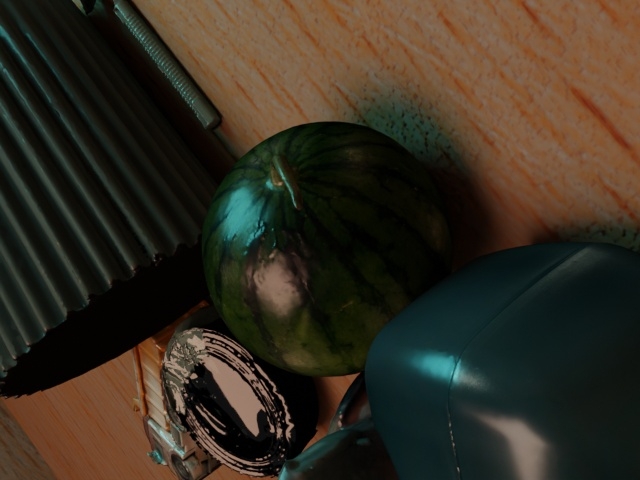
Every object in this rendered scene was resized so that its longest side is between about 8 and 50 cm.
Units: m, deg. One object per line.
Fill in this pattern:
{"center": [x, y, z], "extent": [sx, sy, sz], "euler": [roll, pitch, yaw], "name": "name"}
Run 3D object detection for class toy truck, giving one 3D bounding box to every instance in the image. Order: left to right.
{"center": [-0.172, 0.189, 1.225], "extent": [0.135, 0.114, 0.270], "euler": [37, 143, 31], "name": "toy truck"}

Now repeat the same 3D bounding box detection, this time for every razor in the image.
{"center": [-0.168, -0.190, 0.947], "extent": [0.211, 0.036, 0.084], "euler": [46, 173, 8], "name": "razor"}

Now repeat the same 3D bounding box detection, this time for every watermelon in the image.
{"center": [0.000, 0.000, 0.711], "extent": [0.188, 0.188, 0.214], "euler": [27, 162, 42], "name": "watermelon"}

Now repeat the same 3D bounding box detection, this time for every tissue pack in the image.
{"center": [0.171, 0.152, 0.601], "extent": [0.206, 0.198, 0.287], "euler": [5, 120, 56], "name": "tissue pack"}

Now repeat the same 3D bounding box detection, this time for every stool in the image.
{"center": [-0.278, -0.055, 0.986], "extent": [0.330, 0.297, 0.297], "euler": [55, 150, 10], "name": "stool"}

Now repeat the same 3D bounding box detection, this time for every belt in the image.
{"center": [-0.091, 0.164, 1.069], "extent": [0.151, 0.078, 0.198], "euler": [-26, 100, 32], "name": "belt"}

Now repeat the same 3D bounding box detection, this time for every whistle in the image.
{"center": [0.064, 0.189, 0.733], "extent": [0.189, 0.348, 0.189], "euler": [-1, 87, 21], "name": "whistle"}
